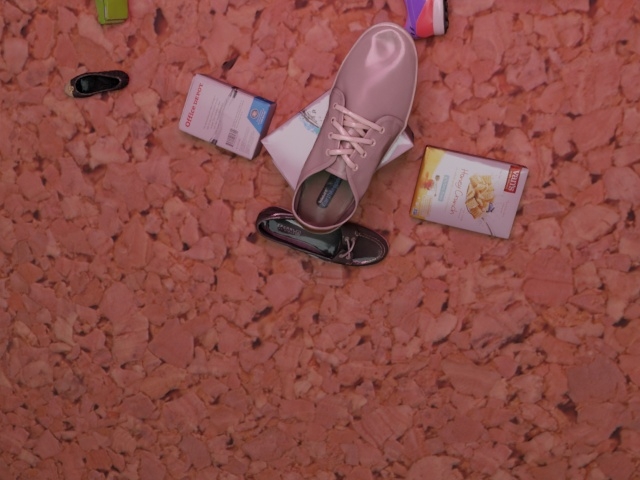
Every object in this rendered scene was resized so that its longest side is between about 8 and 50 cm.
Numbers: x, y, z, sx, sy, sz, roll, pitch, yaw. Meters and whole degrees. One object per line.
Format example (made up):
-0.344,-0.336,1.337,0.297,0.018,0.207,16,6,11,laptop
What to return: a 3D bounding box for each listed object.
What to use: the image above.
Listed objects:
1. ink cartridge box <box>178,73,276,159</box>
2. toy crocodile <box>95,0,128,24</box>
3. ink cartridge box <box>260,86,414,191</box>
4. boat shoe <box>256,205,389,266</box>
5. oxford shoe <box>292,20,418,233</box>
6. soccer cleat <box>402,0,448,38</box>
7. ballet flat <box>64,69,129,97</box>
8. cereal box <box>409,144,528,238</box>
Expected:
-0.218,-0.294,1.449,0.190,0.082,0.140,23,108,3,ink cartridge box
-0.480,-0.657,1.354,0.105,0.115,0.341,19,123,27,toy crocodile
0.044,-0.230,1.367,0.270,0.198,0.197,-32,100,17,ink cartridge box
0.000,0.000,1.494,0.334,0.095,0.112,16,108,4,boat shoe
0.065,-0.202,1.202,0.169,0.130,0.450,26,108,2,oxford shoe
0.200,-0.591,1.289,0.116,0.109,0.319,-5,108,14,soccer cleat
-0.550,-0.385,1.491,0.173,0.049,0.058,-9,104,11,ballet flat
0.343,-0.114,1.432,0.240,0.047,0.173,13,108,5,cereal box
